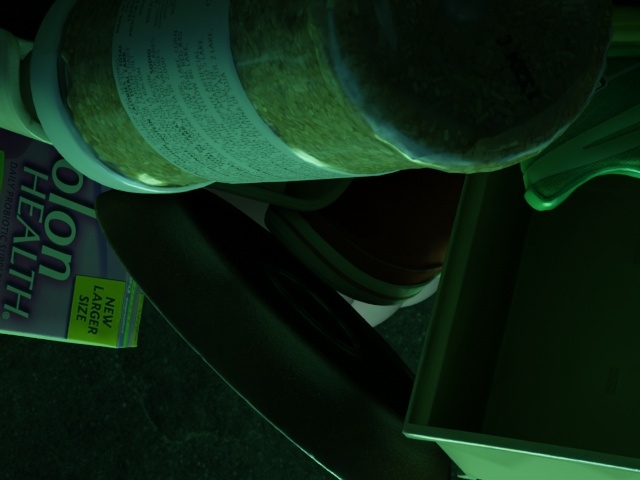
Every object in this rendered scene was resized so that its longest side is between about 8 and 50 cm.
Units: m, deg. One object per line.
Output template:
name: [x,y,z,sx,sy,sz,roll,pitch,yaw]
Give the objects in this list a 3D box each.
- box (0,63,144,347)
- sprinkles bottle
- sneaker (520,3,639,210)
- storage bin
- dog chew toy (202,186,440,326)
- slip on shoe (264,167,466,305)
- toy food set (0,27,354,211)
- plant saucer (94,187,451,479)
box: [-0.259,-0.033,1.416,0.243,0.213,0.117,9,177,2]
sprinkles bottle: [-0.021,-0.083,0.751,0.121,0.121,0.355,10,176,-25]
sneaker: [0.235,-0.038,0.854,0.296,0.123,0.109,7,176,4]
storage bin: [0.219,0.034,1.070,0.262,0.260,0.123,7,159,23]
dog chew toy: [0.000,0.000,1.621,0.207,0.206,0.332,5,-176,43]
slip on shoe: [0.074,-0.026,1.326,0.123,0.101,0.331,43,-153,25]
toy food set: [-0.144,-0.104,1.175,0.306,0.092,0.220,15,-177,-44]
plant saucer: [-0.018,0.060,1.150,0.310,0.050,0.310,42,-172,-7]
